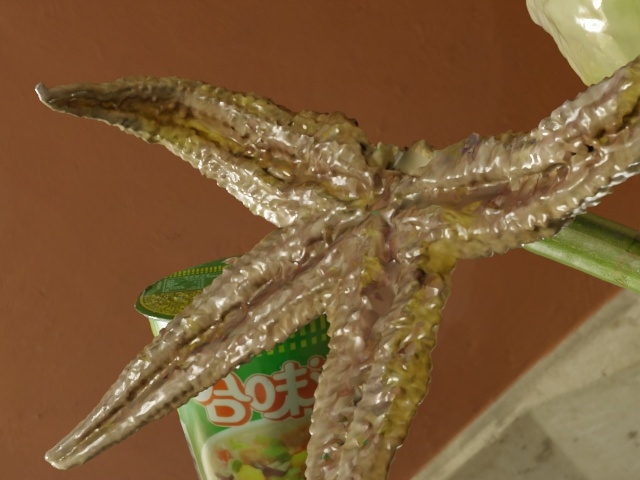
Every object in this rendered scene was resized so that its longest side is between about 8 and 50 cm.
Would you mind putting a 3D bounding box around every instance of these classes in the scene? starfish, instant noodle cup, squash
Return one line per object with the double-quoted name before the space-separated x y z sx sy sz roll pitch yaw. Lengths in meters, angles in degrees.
"starfish" 0.002 0.003 0.569 0.383 0.398 0.132 -64 -27 -13
"instant noodle cup" -0.040 0.143 0.829 0.207 0.207 0.232 -12 -77 -19
"squash" 0.301 0.011 1.017 0.066 0.229 0.066 -43 -33 -37

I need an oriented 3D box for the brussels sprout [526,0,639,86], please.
"brussels sprout" 0.324 -0.241 0.831 0.274 0.317 0.242 -30 -63 -59
